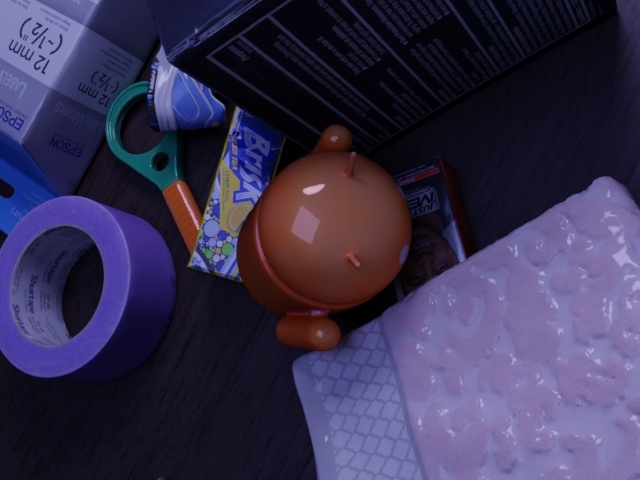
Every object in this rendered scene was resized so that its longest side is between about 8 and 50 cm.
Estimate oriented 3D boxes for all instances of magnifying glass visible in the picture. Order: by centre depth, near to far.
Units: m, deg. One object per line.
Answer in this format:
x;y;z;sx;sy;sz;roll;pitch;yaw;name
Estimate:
-0.165;-0.075;0.933;0.092;0.026;0.231;-33;64;11;magnifying glass

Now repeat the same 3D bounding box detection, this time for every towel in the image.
0.131;0.157;0.605;0.317;0.053;0.331;-32;50;24;towel

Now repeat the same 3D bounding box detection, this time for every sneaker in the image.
-0.131;-0.209;0.929;0.081;0.080;0.211;6;74;-2;sneaker

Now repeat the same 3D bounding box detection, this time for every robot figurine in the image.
0.000;0.002;0.725;0.128;0.219;0.158;44;71;-1;robot figurine

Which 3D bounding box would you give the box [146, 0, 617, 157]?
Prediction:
0.046;-0.233;0.707;0.294;0.296;0.182;-30;67;17;box

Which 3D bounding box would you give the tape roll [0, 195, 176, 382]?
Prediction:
-0.251;0.053;0.913;0.189;0.080;0.188;-6;76;25;tape roll

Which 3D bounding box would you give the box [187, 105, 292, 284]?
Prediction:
-0.075;-0.044;0.852;0.059;0.054;0.168;15;85;5;box

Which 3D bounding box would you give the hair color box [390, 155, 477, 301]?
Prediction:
0.097;0.005;0.768;0.072;0.043;0.141;-21;70;22;hair color box

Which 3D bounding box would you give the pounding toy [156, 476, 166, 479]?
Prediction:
-0.186;0.361;0.788;0.183;0.110;0.236;-37;64;14;pounding toy

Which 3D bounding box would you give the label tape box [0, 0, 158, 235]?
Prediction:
-0.354;-0.197;1.008;0.249;0.115;0.347;31;91;29;label tape box
